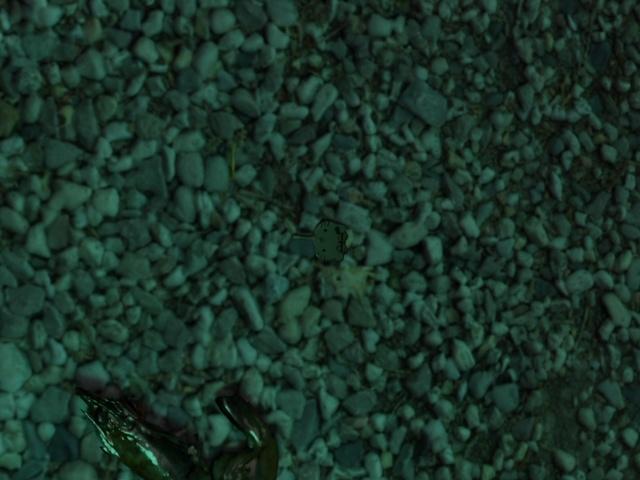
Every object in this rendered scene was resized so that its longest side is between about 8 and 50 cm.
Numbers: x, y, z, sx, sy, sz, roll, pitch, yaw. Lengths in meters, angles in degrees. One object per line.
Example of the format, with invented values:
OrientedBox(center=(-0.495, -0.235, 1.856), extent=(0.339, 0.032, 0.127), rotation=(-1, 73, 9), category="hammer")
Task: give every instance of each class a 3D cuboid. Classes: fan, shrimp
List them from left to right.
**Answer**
OrientedBox(center=(-0.168, 0.243, 1.594), extent=(0.296, 0.058, 0.169), rotation=(45, 64, -19), category="shrimp")
OrientedBox(center=(0.000, 0.000, 1.707), extent=(0.083, 0.004, 0.056), rotation=(4, 85, -24), category="fan")
